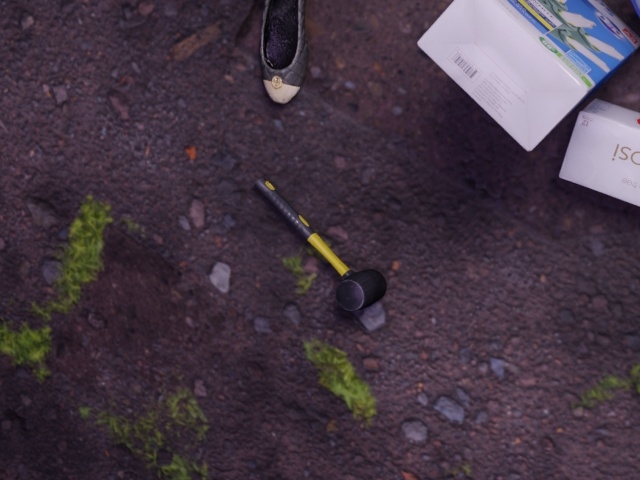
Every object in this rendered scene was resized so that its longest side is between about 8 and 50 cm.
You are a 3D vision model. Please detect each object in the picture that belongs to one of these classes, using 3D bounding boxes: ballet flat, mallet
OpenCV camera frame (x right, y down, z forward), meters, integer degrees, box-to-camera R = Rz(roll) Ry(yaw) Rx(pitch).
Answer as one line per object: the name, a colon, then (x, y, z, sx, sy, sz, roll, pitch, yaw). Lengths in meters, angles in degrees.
ballet flat: (-0.043, -0.228, 1.428, 0.057, 0.049, 0.173, 11, 110, 21)
mallet: (0.000, 0.000, 1.494, 0.189, 0.062, 0.039, 50, 118, 19)

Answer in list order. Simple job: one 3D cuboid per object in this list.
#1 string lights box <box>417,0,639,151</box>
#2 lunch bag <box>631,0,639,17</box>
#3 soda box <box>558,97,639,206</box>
string lights box: (0.195, -0.177, 1.220, 0.133, 0.260, 0.077, 45, 118, 4)
lunch bag: (0.385, -0.154, 1.117, 0.115, 0.303, 0.243, -32, 113, -7)
soda box: (0.345, -0.064, 1.299, 0.216, 0.069, 0.074, 22, 114, 17)
